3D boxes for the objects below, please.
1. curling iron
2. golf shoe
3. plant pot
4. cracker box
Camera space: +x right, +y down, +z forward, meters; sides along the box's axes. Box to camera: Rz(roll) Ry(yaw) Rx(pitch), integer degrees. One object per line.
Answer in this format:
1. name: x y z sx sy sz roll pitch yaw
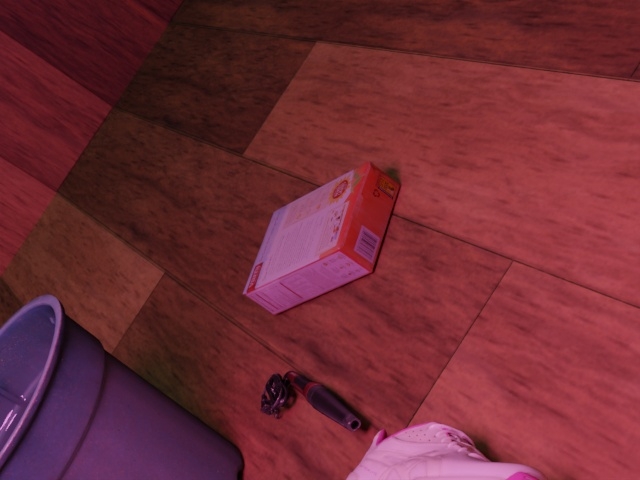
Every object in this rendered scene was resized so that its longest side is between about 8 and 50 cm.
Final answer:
1. curling iron: -0.009 0.209 1.785 0.068 0.035 0.274 -64 24 -8
2. golf shoe: 0.121 0.234 1.419 0.306 0.115 0.140 -19 39 52
3. plant pot: -0.306 0.302 1.853 0.341 0.334 0.341 -42 27 27
4. cracker box: 0.000 0.000 1.999 0.232 0.067 0.155 -25 37 48
